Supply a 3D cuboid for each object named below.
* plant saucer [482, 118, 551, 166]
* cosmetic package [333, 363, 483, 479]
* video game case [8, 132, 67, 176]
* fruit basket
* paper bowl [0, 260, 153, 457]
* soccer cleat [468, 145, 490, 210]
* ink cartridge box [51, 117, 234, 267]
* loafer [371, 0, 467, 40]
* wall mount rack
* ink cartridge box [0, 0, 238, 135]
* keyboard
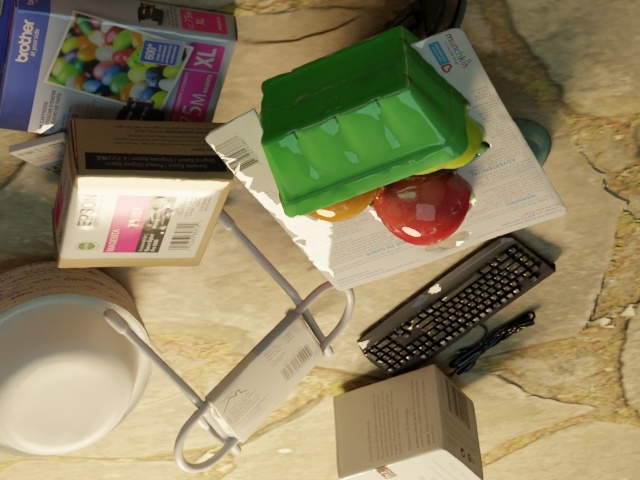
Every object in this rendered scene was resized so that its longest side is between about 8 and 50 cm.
[{"bbox_3d":[0.256,-0.113,1.879,0.119,0.021,0.119,-6,137,-5],"label":"plant saucer"},{"bbox_3d":[0.137,0.312,2.177,0.184,0.151,0.151,-21,141,23],"label":"cosmetic package"},{"bbox_3d":[-0.317,-0.103,1.739,0.087,0.011,0.122,-11,158,28],"label":"video game case"},{"bbox_3d":[0.087,-0.089,1.668,0.327,0.165,0.353,-20,143,20],"label":"fruit basket"},{"bbox_3d":[-0.372,0.181,1.919,0.284,0.148,0.284,-12,127,-16],"label":"paper bowl"},{"bbox_3d":[0.126,-0.062,1.839,0.318,0.108,0.116,-1,147,-1],"label":"soccer cleat"},{"bbox_3d":[-0.226,-0.054,1.729,0.193,0.088,0.234,-1,152,-17],"label":"ink cartridge box"},{"bbox_3d":[0.082,-0.211,1.696,0.084,0.096,0.267,18,132,-19],"label":"loafer"},{"bbox_3d":[-0.125,0.137,1.927,0.350,0.130,0.304,-46,139,-14],"label":"wall mount rack"},{"bbox_3d":[-0.271,-0.205,1.655,0.311,0.065,0.185,8,133,-16],"label":"ink cartridge box"},{"bbox_3d":[0.225,0.122,2.109,0.317,0.033,0.201,-38,130,27],"label":"keyboard"}]
